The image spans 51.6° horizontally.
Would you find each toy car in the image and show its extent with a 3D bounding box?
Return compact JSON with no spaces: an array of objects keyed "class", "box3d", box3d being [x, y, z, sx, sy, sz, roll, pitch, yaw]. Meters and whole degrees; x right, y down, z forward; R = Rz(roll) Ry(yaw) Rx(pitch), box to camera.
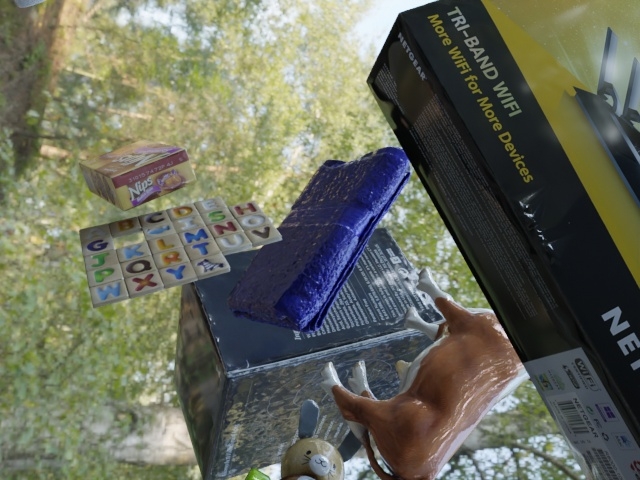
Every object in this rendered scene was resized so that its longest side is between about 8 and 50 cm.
[{"class":"toy car","box3d":[-0.010,0.309,0.878,0.188,0.155,0.149,-59,177,-35]}]

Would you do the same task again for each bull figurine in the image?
[{"class":"bull figurine","box3d":[0.152,0.146,0.781,0.188,0.310,0.101,34,-32,31]}]

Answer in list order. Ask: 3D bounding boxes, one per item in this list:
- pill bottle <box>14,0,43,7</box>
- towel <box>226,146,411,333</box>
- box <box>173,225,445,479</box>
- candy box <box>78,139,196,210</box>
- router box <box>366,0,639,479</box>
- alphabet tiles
[{"class":"pill bottle","box3d":[-0.519,-0.509,1.098,0.121,0.121,0.216,48,-17,51]},{"class":"towel","box3d":[0.000,0.000,0.998,0.308,0.076,0.228,-55,-156,-19]},{"class":"box","box3d":[-0.054,0.258,1.479,0.297,0.472,0.479,60,-31,34]},{"class":"candy box","box3d":[-0.263,-0.097,0.938,0.187,0.109,0.053,20,-49,57]},{"class":"router box","box3d":[0.209,-0.031,0.418,0.308,0.243,0.081,62,-18,11]},{"class":"alphabet tiles","box3d":[-0.179,0.001,0.844,0.198,0.237,0.009,-131,-150,-55]}]
